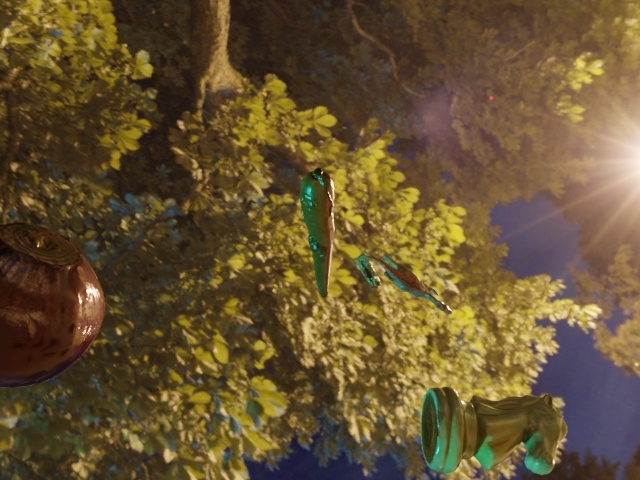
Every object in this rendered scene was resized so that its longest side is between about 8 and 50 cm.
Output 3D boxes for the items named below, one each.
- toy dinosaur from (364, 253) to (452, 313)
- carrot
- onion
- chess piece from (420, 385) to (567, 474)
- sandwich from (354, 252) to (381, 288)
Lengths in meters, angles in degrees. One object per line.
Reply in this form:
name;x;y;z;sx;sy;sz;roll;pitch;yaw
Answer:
toy dinosaur;0.201;0.094;1.435;0.053;0.167;0.242;-52;-46;3
carrot;0.000;0.000;0.880;0.049;0.049;0.254;-35;-38;-27
onion;-0.530;0.129;1.097;0.281;0.260;0.337;-58;-20;0
chess piece;0.366;0.393;1.251;0.298;0.175;0.175;3;-67;-4
sandwich;0.138;0.090;1.736;0.036;0.104;0.093;-31;-8;1
